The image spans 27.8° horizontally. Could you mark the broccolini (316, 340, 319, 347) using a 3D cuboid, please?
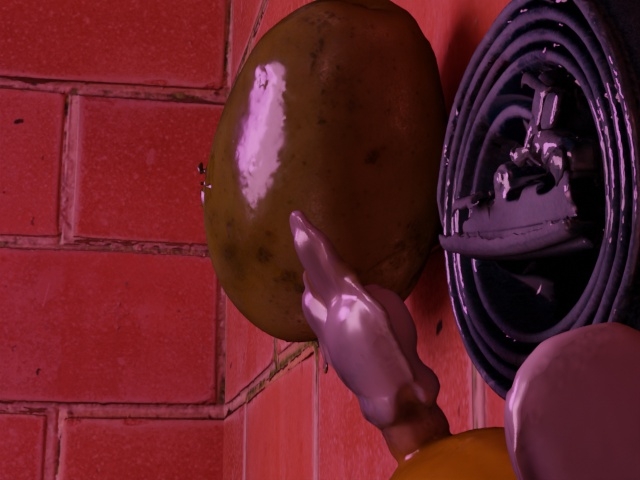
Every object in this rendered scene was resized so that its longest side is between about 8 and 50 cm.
[{"bbox_3d":[-0.016,0.068,1.315,0.201,0.058,0.074,34,139,32],"label":"broccolini"}]

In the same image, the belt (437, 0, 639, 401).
[{"bbox_3d":[0.129,-0.016,0.643,0.267,0.116,0.206,132,135,-70],"label":"belt"}]

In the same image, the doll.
[{"bbox_3d":[0.096,0.159,0.562,0.423,0.161,0.348,21,134,64],"label":"doll"}]

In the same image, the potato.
[{"bbox_3d":[0.008,-0.054,1.080,0.216,0.216,0.304,-106,31,-59],"label":"potato"}]
